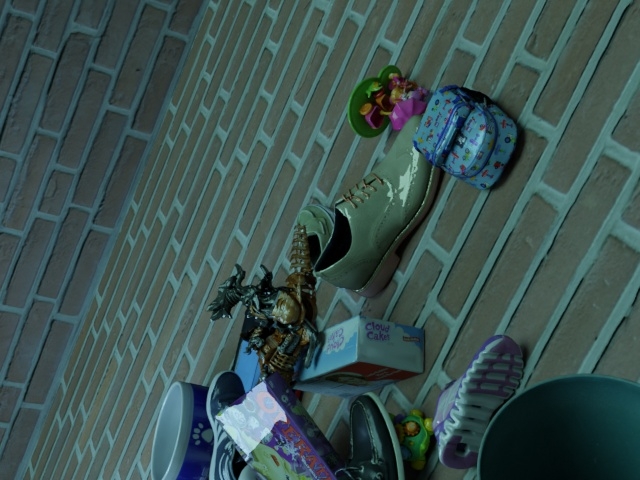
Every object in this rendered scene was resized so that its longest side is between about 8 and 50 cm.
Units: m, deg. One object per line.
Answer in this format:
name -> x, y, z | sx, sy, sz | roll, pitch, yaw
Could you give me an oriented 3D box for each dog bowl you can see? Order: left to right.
dog bowl -> -0.338, 0.491, 2.455 | 0.265, 0.104, 0.264 | -166, 90, -71

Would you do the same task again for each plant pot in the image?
plant pot -> 0.341, 0.343, 1.237 | 0.195, 0.290, 0.290 | 83, 176, -49

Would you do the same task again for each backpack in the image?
backpack -> 0.265, -0.180, 1.755 | 0.158, 0.117, 0.173 | -63, 33, 22

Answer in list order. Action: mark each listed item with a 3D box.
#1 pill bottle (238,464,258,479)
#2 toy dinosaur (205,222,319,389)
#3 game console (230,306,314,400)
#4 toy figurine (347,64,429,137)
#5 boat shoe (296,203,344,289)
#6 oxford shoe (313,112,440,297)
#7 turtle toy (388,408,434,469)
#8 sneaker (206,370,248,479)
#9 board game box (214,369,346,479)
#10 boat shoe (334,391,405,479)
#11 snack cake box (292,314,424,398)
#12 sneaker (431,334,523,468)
pill bottle -> -0.131, 0.594, 2.019 | 0.264, 0.146, 0.146 | -70, 28, 24
toy dinosaur -> -0.074, 0.137, 1.891 | 0.218, 0.164, 0.321 | 18, 75, 39
game console -> -0.142, 0.334, 2.277 | 0.342, 0.060, 0.386 | 7, 81, 61
toy figurine -> 0.167, -0.281, 2.019 | 0.159, 0.130, 0.173 | 19, 68, 48
boat shoe -> 0.000, 0.000, 2.153 | 0.109, 0.094, 0.302 | -64, 30, 19
oxford shoe -> 0.116, -0.075, 1.930 | 0.140, 0.147, 0.396 | 42, 113, 60
turtle toy -> 0.148, 0.346, 1.745 | 0.130, 0.066, 0.095 | 22, 95, 61
sneaker -> -0.180, 0.416, 2.138 | 0.153, 0.099, 0.282 | 148, 125, -60
board game box -> -0.043, 0.429, 1.843 | 0.346, 0.056, 0.208 | 53, 132, 5
boat shoe -> 0.077, 0.437, 1.696 | 0.127, 0.113, 0.339 | 152, 112, -67
snack cake box -> 0.059, 0.227, 1.873 | 0.264, 0.152, 0.089 | -30, 51, 52
sneaker -> 0.244, 0.251, 1.604 | 0.236, 0.095, 0.104 | -67, 22, 15
